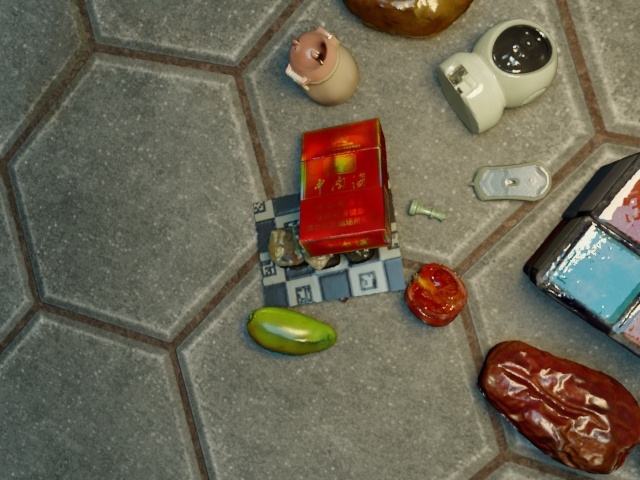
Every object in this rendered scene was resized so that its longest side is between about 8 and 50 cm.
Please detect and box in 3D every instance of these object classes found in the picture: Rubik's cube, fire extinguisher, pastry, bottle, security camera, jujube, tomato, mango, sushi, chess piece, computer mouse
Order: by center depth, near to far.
[{"bbox_3d":[0.633,0.042,1.086,0.318,0.316,0.313,38,101,12],"label":"Rubik's cube"},{"bbox_3d":[0.515,0.347,1.195,0.342,0.216,0.216,29,99,25],"label":"jujube"},{"bbox_3d":[0.400,-0.370,1.207,0.236,0.194,0.194,-30,84,9],"label":"security camera"},{"bbox_3d":[0.205,-0.636,1.265,0.356,0.164,0.356,-1,85,15],"label":"pastry"},{"bbox_3d":[0.436,-0.132,1.266,0.181,0.056,0.089,-1,90,23],"label":"computer mouse"},{"bbox_3d":[-0.001,-0.411,1.281,0.147,0.236,0.147,0,91,15],"label":"bottle"},{"bbox_3d":[0.262,0.140,1.290,0.139,0.159,0.091,32,141,11],"label":"tomato"},{"bbox_3d":[0.262,-0.069,1.324,0.093,0.042,0.042,17,96,7],"label":"chess piece"},{"bbox_3d":[0.000,0.000,1.343,0.373,0.100,0.296,-10,81,15],"label":"sushi"},{"bbox_3d":[-0.073,0.236,1.383,0.233,0.125,0.111,13,65,-6],"label":"mango"},{"bbox_3d":[0.075,0.106,1.386,0.032,0.046,0.100,34,93,-34],"label":"fire extinguisher"}]

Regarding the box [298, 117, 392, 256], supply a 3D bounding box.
[{"bbox_3d":[0.056,-0.128,1.281,0.197,0.089,0.313,-9,59,16],"label":"box"}]
